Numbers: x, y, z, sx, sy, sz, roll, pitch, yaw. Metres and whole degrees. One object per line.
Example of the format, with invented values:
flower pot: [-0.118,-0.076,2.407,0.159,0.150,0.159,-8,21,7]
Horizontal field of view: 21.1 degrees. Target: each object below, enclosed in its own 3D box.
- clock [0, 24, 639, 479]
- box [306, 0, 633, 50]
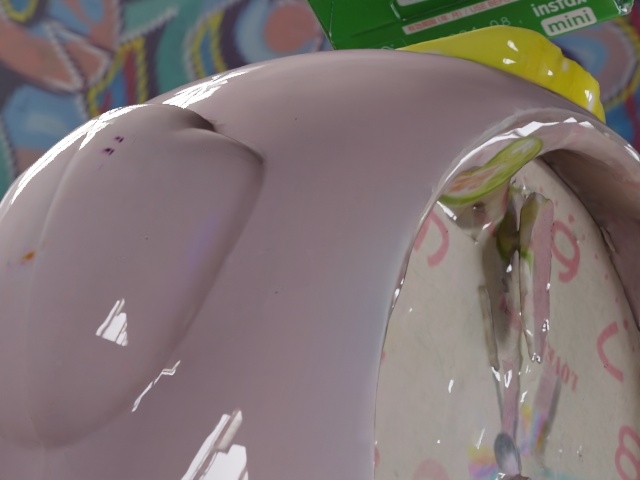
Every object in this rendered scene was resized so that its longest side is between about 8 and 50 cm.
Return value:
clock: [-0.012,0.129,0.667,0.250,0.377,0.368,-7,-37,38]
box: [0.089,-0.206,0.967,0.103,0.180,0.250,57,31,-33]
